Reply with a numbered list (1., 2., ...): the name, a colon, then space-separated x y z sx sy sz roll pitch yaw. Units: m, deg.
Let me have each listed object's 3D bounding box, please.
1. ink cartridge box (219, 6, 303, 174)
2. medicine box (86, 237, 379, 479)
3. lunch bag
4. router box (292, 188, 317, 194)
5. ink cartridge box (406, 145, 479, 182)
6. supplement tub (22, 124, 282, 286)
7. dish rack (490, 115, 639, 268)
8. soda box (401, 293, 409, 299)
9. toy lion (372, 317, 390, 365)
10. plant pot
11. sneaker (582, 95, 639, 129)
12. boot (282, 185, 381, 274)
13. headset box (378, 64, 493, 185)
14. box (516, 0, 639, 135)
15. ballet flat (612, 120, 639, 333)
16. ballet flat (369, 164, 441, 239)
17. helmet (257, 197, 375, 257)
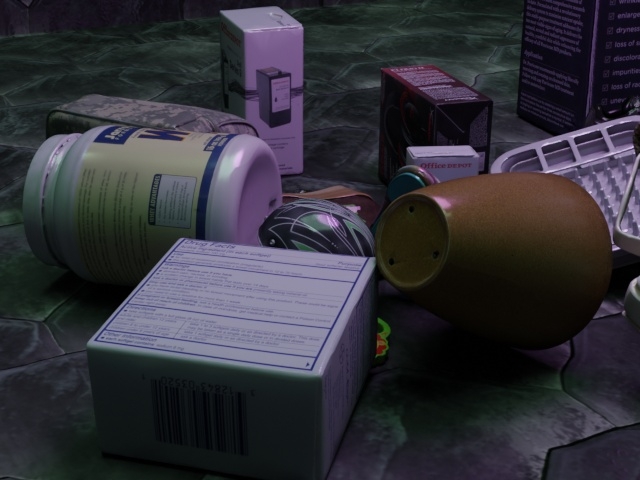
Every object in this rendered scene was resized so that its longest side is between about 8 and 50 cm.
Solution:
1. ink cartridge box: -0.117 -0.292 2.179 0.121 0.289 0.211 -6 23 -17
2. medicine box: -0.088 0.128 1.314 0.263 0.149 0.289 6 26 14
3. lunch bag: -0.272 -0.140 1.904 0.305 0.212 0.256 12 25 24
4. router box: -0.017 -0.048 1.913 0.092 0.038 0.122 7 23 18
5. ink cartridge box: 0.196 -0.078 1.841 0.109 0.150 0.063 -2 22 -6
6. supplement tub: -0.239 -0.046 1.636 0.325 0.235 0.235 5 23 16
7. dish rack: 0.432 -0.060 1.769 0.285 0.072 0.333 -15 34 7
8. soda box: 0.184 0.022 1.702 0.067 0.071 0.210 8 23 20
9. toy lion: 0.055 0.132 1.488 0.100 0.034 0.096 -21 38 -39
10. plant pot: 0.195 0.016 1.402 0.254 0.237 0.237 7 12 -45
11. sneaker: 0.646 -0.214 2.210 0.276 0.135 0.097 6 21 10
12. boot: 0.000 0.000 1.735 0.248 0.090 0.207 -23 39 -23
13. headset box: 0.193 -0.181 2.009 0.110 0.218 0.293 -6 24 -16
14. box: 0.709 -0.482 2.424 0.480 0.471 0.297 -7 24 -20
15. ballet flat: 0.453 0.026 1.399 0.182 0.164 0.483 12 50 -7
16. ballet flat: 0.127 -0.048 1.553 0.079 0.221 0.077 -29 71 -27
17. helmet: -0.004 0.021 1.578 0.169 0.161 0.169 0 22 0
